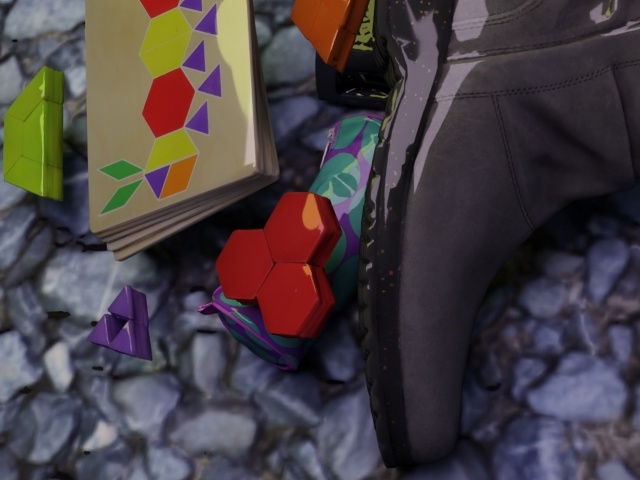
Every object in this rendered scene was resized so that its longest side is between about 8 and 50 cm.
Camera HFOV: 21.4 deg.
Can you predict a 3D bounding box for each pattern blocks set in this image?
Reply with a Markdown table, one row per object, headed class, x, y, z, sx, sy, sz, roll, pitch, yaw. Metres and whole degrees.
| class | x | y | z | sx | sy | sz | roll | pitch | yaw |
| --- | --- | --- | --- | --- | --- | --- | --- | --- | --- |
| pattern blocks set | -0.086 | -0.090 | 1.009 | 0.285 | 0.026 | 0.324 | -9 | 73 | 38 |

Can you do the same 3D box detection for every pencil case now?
| class | x | y | z | sx | sy | sz | roll | pitch | yaw |
| --- | --- | --- | --- | --- | --- | --- | --- | --- | --- |
| pencil case | 0.000 | 0.000 | 0.993 | 0.070 | 0.064 | 0.151 | 34 | 80 | 13 |

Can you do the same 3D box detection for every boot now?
| class | x | y | z | sx | sy | sz | roll | pitch | yaw |
| --- | --- | --- | --- | --- | --- | --- | --- | --- | --- |
| boot | 0.135 | -0.037 | 0.906 | 0.223 | 0.118 | 0.338 | 4 | 96 | -1 |

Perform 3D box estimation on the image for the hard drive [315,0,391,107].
| class | x | y | z | sx | sy | sz | roll | pitch | yaw |
| --- | --- | --- | --- | --- | --- | --- | --- | --- | --- |
| hard drive | 0.123 | -0.163 | 1.031 | 0.255 | 0.054 | 0.172 | 1 | 66 | 20 |
